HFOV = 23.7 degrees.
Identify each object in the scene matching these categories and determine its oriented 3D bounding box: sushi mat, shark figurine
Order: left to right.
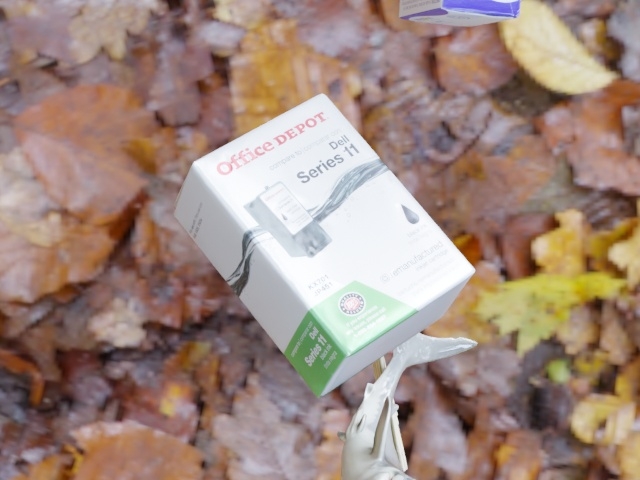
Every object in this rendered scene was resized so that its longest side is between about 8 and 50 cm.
[{"bbox_3d":[0.052,0.076,1.611,0.019,0.151,0.316,-11,111,1],"label":"sushi mat"},{"bbox_3d":[0.076,0.207,1.490,0.116,0.166,0.278,36,34,-15],"label":"shark figurine"}]

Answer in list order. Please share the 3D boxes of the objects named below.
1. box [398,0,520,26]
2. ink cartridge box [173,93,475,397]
[{"bbox_3d":[0.125,-0.259,1.324,0.072,0.126,0.137,5,93,-14],"label":"box"},{"bbox_3d":[0.000,0.000,1.268,0.153,0.087,0.208,-32,74,-30],"label":"ink cartridge box"}]
